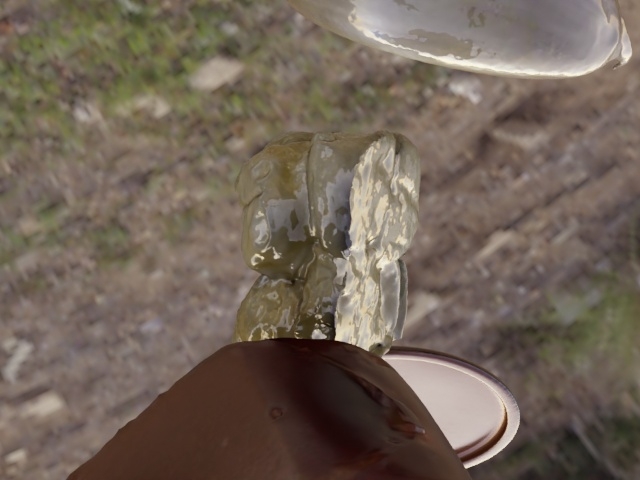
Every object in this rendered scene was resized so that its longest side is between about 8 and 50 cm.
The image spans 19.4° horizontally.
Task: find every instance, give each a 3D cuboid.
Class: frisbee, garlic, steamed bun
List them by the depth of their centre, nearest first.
[{"bbox_3d":[-0.050,0.258,1.165,0.379,0.235,0.248,-42,123,7],"label":"steamed bun"},{"bbox_3d":[0.081,-0.174,1.203,0.145,0.245,0.164,-64,164,-7],"label":"garlic"},{"bbox_3d":[0.000,0.000,1.313,0.192,0.106,0.178,-31,128,-61],"label":"steamed bun"},{"bbox_3d":[0.075,0.173,1.878,0.250,0.021,0.251,3,145,2],"label":"frisbee"}]
